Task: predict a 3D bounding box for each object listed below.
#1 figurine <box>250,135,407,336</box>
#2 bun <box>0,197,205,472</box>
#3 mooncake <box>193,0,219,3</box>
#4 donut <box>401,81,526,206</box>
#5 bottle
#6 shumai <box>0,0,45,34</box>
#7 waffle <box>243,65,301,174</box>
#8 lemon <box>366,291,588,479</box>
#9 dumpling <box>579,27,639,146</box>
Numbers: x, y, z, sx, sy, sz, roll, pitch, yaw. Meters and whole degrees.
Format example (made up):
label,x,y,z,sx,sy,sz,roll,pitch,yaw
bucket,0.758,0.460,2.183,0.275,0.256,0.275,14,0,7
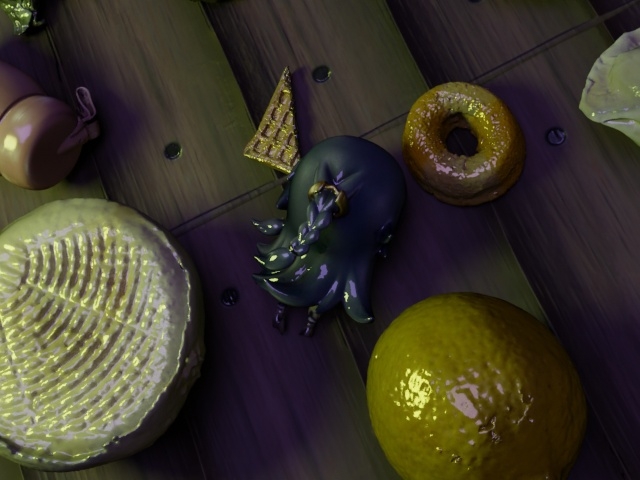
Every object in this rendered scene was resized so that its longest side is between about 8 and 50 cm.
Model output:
label,x,y,z,sx,sy,sz,roll,pitch,yaw
figurine,0.013,-0.009,1.345,0.175,0.197,0.265,19,74,-17
bun,-0.315,0.134,1.372,0.364,0.202,0.364,-3,71,8
mooncake,-0.169,-0.484,1.555,0.228,0.124,0.228,-5,72,15
donut,0.190,-0.136,1.379,0.162,0.065,0.178,-41,67,1
bottle,-0.489,-0.199,1.544,0.297,0.173,0.206,27,49,22
shumai,-0.485,-0.368,1.640,0.083,0.082,0.080,-3,73,37
waffle,-0.040,-0.171,1.479,0.097,0.023,0.152,21,80,19
lemon,0.178,0.187,1.190,0.267,0.267,0.267,-4,73,15
dumpling,0.459,-0.195,1.296,0.252,0.131,0.179,7,52,9
